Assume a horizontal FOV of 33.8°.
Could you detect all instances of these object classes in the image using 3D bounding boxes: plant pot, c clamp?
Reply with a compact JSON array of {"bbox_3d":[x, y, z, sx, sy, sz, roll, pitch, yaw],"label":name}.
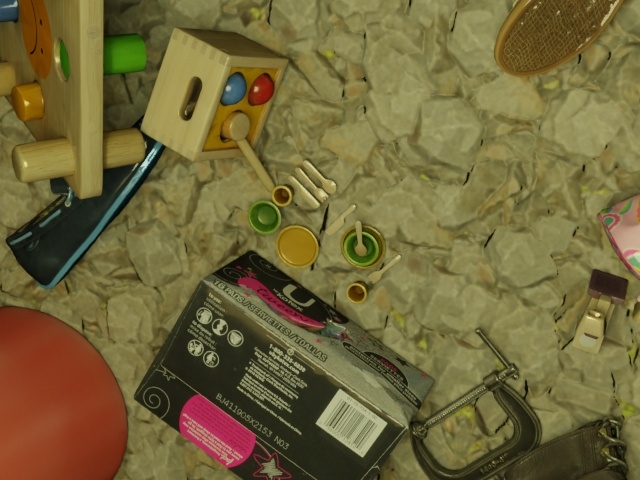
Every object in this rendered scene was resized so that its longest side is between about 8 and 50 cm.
[{"bbox_3d":[-0.392,0.231,1.174,0.275,0.243,0.274,4,103,17],"label":"plant pot"},{"bbox_3d":[0.155,0.186,1.102,0.137,0.022,0.161,46,111,-2],"label":"c clamp"}]

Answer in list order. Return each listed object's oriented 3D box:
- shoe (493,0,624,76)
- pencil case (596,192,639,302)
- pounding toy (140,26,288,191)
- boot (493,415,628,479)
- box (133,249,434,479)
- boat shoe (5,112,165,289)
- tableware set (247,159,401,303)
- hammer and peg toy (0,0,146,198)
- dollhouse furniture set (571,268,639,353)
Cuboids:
[{"bbox_3d":[0.243,-0.237,0.957,0.077,0.058,0.219,37,117,-14],"label":"shoe"},{"bbox_3d":[0.379,-0.056,0.912,0.284,0.124,0.124,-42,88,20],"label":"pencil case"},{"bbox_3d":[-0.094,-0.127,1.061,0.100,0.130,0.141,30,111,23],"label":"pounding toy"},{"bbox_3d":[0.278,0.259,0.973,0.263,0.229,0.091,-26,127,27],"label":"boot"},{"bbox_3d":[-0.033,0.151,1.090,0.247,0.142,0.163,35,110,7],"label":"box"},{"bbox_3d":[-0.258,-0.051,1.133,0.089,0.109,0.258,41,110,-7],"label":"boat shoe"},{"bbox_3d":[0.000,0.000,1.101,0.154,0.024,0.104,46,112,-1],"label":"tableware set"},{"bbox_3d":[-0.260,-0.253,0.991,0.266,0.127,0.361,44,137,44],"label":"hammer and peg toy"},{"bbox_3d":[0.298,0.099,1.006,0.114,0.091,0.081,18,123,11],"label":"dollhouse furniture set"}]
